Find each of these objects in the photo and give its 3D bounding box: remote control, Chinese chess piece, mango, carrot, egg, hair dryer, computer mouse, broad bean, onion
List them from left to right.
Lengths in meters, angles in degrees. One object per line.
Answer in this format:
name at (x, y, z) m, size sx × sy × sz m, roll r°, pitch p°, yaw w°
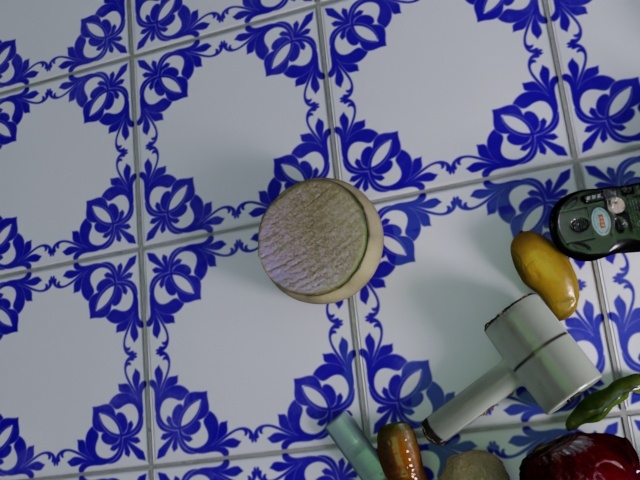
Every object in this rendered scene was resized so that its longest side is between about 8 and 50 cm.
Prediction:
Chinese chess piece at (0.000, 0.000, 1.784) m, size 0.270 × 0.112 × 0.270 m, roll -5°, pitch 76°, yaw 20°
remote control at (0.075, 0.426, 1.702) m, size 0.061 × 0.029 × 0.162 m, roll -42°, pitch 68°, yaw 8°
carrot at (0.164, 0.450, 1.638) m, size 0.087 × 0.087 × 0.193 m, roll -19°, pitch 76°, yaw 15°
egg at (0.283, 0.454, 1.580) m, size 0.140 × 0.118 × 0.116 m, roll -25°, pitch 113°, yaw 4°
hair dryer at (0.327, 0.285, 1.607) m, size 0.362 × 0.128 × 0.203 m, roll -41°, pitch 69°, yaw 15°
mango at (0.437, 0.061, 1.632) m, size 0.098 × 0.075 × 0.190 m, roll -38°, pitch 71°, yaw 25°
onion at (0.468, 0.445, 1.467) m, size 0.206 × 0.207 × 0.216 m, roll -29°, pitch 75°, yaw 15°
broad bean at (0.538, 0.293, 1.558) m, size 0.195 × 0.046 × 0.061 m, roll -22°, pitch 69°, yaw 12°
computer mouse at (0.554, -0.033, 1.602) m, size 0.233 × 0.096 × 0.137 m, roll -9°, pitch 80°, yaw 14°
